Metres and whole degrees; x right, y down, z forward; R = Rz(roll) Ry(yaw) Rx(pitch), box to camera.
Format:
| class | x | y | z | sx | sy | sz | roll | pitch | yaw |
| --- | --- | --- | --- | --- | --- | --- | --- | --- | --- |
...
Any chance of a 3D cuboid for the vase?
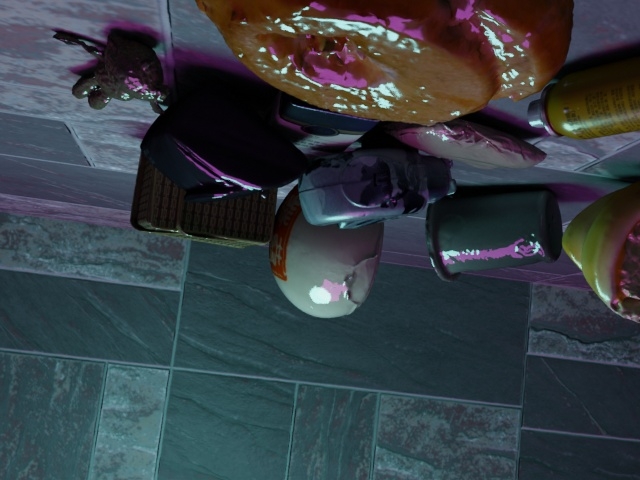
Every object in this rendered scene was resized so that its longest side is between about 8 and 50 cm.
| class | x | y | z | sx | sy | sz | roll | pitch | yaw |
| --- | --- | --- | --- | --- | --- | --- | --- | --- | --- |
| vase | 0.440 | -0.020 | 1.935 | 0.291 | 0.245 | 0.245 | -6 | 166 | 30 |

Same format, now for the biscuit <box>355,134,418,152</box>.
| class | x | y | z | sx | sy | sz | roll | pitch | yaw |
| --- | --- | --- | --- | --- | --- | --- | --- | --- | --- |
| biscuit | 0.143 | -0.188 | 1.649 | 0.138 | 0.031 | 0.205 | 1 | 170 | 21 |

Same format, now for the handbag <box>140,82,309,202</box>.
| class | x | y | z | sx | sy | sz | roll | pitch | yaw |
| --- | --- | --- | --- | --- | --- | --- | --- | --- | --- |
| handbag | -0.191 | -0.143 | 1.464 | 0.275 | 0.178 | 0.302 | 40 | 165 | -18 |

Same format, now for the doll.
| class | x | y | z | sx | sy | sz | roll | pitch | yaw |
| --- | --- | --- | --- | --- | --- | --- | --- | --- | --- |
| doll | -0.343 | -0.269 | 1.327 | 0.203 | 0.091 | 0.286 | 40 | 157 | 1 |

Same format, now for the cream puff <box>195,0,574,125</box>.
| class | x | y | z | sx | sy | sz | roll | pitch | yaw |
| --- | --- | --- | --- | --- | --- | --- | --- | --- | --- |
| cream puff | 0.057 | -0.249 | 0.688 | 0.343 | 0.231 | 0.327 | 8 | 169 | 39 |

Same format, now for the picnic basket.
| class | x | y | z | sx | sy | sz | roll | pitch | yaw |
| --- | --- | --- | --- | --- | --- | --- | --- | --- | --- |
| picnic basket | -0.269 | -0.110 | 1.815 | 0.313 | 0.227 | 0.175 | 10 | 172 | -24 |

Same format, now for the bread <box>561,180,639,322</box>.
| class | x | y | z | sx | sy | sz | roll | pitch | yaw |
| --- | --- | --- | --- | --- | --- | --- | --- | --- | --- |
| bread | 0.754 | 0.035 | 1.660 | 0.424 | 0.328 | 0.245 | 2 | 172 | -7 |

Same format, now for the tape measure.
| class | x | y | z | sx | sy | sz | roll | pitch | yaw |
| --- | --- | --- | --- | --- | --- | --- | --- | --- | --- |
| tape measure | 0.092 | -0.101 | 1.543 | 0.275 | 0.147 | 0.256 | -7 | 179 | 43 |

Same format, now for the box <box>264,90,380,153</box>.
| class | x | y | z | sx | sy | sz | roll | pitch | yaw |
| --- | --- | --- | --- | --- | --- | --- | --- | --- | --- |
| box | -0.001 | -0.225 | 1.391 | 0.168 | 0.071 | 0.259 | 9 | 173 | -12 |

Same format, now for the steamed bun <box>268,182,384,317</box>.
| class | x | y | z | sx | sy | sz | roll | pitch | yaw |
| --- | --- | --- | --- | --- | --- | --- | --- | --- | --- |
| steamed bun | 0.000 | 0.000 | 1.871 | 0.242 | 0.374 | 0.374 | 10 | 171 | -9 |

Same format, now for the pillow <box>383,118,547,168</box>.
| class | x | y | z | sx | sy | sz | roll | pitch | yaw |
| --- | --- | --- | --- | --- | --- | --- | --- | --- | --- |
| pillow | 0.272 | -0.184 | 1.466 | 0.270 | 0.067 | 0.173 | 12 | 175 | -34 |

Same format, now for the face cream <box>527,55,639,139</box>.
| class | x | y | z | sx | sy | sz | roll | pitch | yaw |
| --- | --- | --- | --- | --- | --- | --- | --- | --- | --- |
| face cream | 0.446 | -0.205 | 1.086 | 0.105 | 0.104 | 0.349 | 14 | 168 | -38 |
